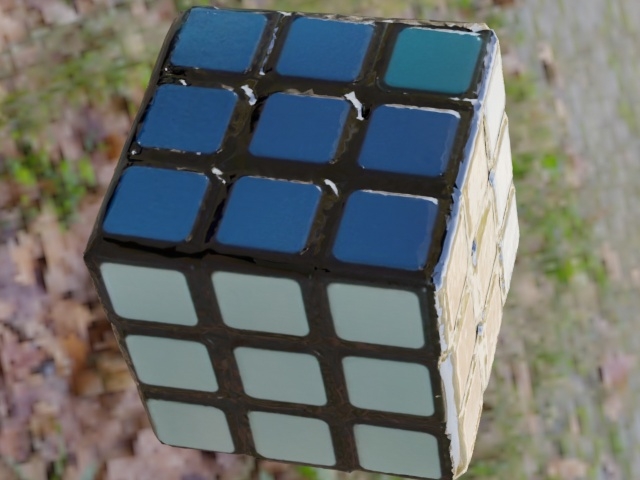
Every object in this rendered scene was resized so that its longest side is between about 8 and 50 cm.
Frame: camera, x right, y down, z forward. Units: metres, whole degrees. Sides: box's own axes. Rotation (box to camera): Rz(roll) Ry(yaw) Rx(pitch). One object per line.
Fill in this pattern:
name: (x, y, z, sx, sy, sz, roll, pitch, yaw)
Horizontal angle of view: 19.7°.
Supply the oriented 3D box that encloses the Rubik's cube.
Rubik's cube: (0.000, 0.000, 0.870, 0.163, 0.162, 0.160, 76, 24, -49)
